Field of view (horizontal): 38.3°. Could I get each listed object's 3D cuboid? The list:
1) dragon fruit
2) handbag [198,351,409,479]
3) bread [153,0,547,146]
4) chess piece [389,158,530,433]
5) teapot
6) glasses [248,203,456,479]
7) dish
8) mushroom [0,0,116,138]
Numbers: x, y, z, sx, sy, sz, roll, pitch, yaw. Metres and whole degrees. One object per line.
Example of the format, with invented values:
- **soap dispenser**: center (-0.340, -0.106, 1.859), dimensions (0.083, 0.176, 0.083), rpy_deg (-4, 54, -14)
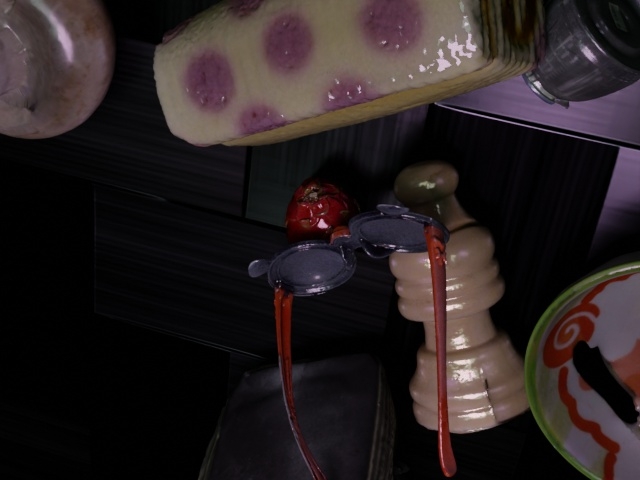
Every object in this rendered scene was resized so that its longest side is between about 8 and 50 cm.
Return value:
- **dragon fruit**: center (0.000, 0.000, 1.075), dimensions (0.094, 0.094, 0.190), rpy_deg (21, 143, 6)
- **handbag**: center (-0.008, 0.324, 1.111), dimensions (0.247, 0.340, 0.240), rpy_deg (-11, 131, 17)
- **bread**: center (0.026, -0.189, 0.861), dimensions (0.338, 0.187, 0.155), rpy_deg (-9, 91, 35)
- **chess piece**: center (0.142, 0.057, 1.040), dimensions (0.139, 0.124, 0.307), rpy_deg (5, 118, 49)
- **teapot**: center (0.231, -0.192, 0.877), dimensions (0.149, 0.111, 0.108), rpy_deg (40, 135, -12)
- **glasses**: center (0.034, 0.110, 0.930), dimensions (0.234, 0.268, 0.118), rpy_deg (-23, 147, 38)
- **dish**: center (0.393, 0.132, 0.990), dimensions (0.324, 0.124, 0.324), rpy_deg (12, 123, 19)
- **mushroom**: center (-0.351, -0.209, 0.984), dimensions (0.244, 0.243, 0.243), rpy_deg (8, 119, 14)
